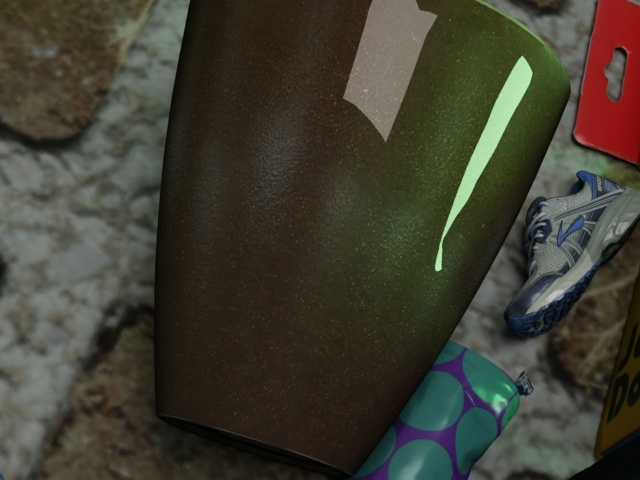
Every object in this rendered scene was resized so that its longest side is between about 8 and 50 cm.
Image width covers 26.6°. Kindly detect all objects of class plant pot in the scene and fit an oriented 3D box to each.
[{"bbox_3d":[0.000,0.000,0.719,0.215,0.215,0.231,18,77,-6],"label":"plant pot"}]

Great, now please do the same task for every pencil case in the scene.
[{"bbox_3d":[0.053,0.127,0.736,0.070,0.064,0.152,51,60,-27],"label":"pencil case"}]

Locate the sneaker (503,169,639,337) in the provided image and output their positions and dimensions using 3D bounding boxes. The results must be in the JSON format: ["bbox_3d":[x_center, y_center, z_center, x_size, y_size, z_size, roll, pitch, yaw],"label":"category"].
[{"bbox_3d":[0.144,0.006,0.830,0.058,0.052,0.135,36,55,15],"label":"sneaker"}]

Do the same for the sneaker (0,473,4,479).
[{"bbox_3d":[-0.210,0.085,0.680,0.071,0.083,0.191,-23,75,-24],"label":"sneaker"}]

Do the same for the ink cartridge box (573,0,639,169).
[{"bbox_3d":[0.295,-0.097,0.892,0.231,0.078,0.134,18,63,-5],"label":"ink cartridge box"}]

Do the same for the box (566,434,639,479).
[{"bbox_3d":[0.133,0.235,0.569,0.179,0.312,0.343,43,64,7],"label":"box"}]

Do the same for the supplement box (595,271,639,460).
[{"bbox_3d":[0.372,0.081,0.766,0.356,0.194,0.195,23,63,-3],"label":"supplement box"}]
